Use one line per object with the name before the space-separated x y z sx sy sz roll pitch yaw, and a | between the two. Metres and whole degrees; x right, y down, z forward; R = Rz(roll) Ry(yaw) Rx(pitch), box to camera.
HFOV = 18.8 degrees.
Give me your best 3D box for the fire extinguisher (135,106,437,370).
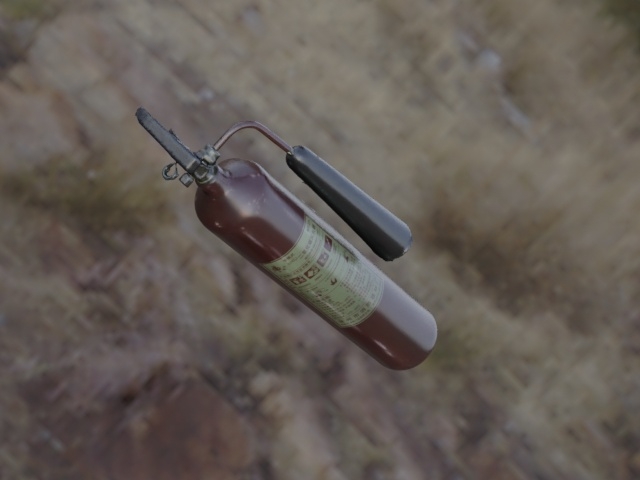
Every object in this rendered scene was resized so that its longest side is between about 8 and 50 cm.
fire extinguisher | 0.000 0.000 0.700 0.173 0.049 0.035 39 44 -50
